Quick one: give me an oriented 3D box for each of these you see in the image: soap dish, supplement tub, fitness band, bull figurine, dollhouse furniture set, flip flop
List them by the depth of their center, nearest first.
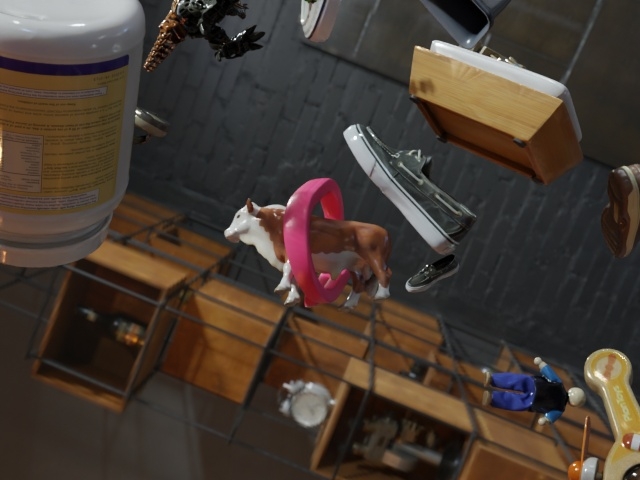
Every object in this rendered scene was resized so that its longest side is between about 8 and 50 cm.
[{"bbox_3d":[-0.356,-0.157,1.062,0.241,0.241,0.331,-65,-8,-56],"label":"supplement tub"},{"bbox_3d":[0.305,-0.221,1.481,0.118,0.291,0.229,-58,-31,-4],"label":"soap dish"},{"bbox_3d":[-0.015,0.023,1.498,0.101,0.310,0.188,117,155,-61],"label":"bull figurine"},{"bbox_3d":[0.000,0.000,1.534,0.291,0.054,0.209,-52,-45,-67],"label":"fitness band"},{"bbox_3d":[0.339,-0.308,1.682,0.129,0.129,0.184,-59,25,20],"label":"dollhouse furniture set"},{"bbox_3d":[-0.375,-0.231,1.696,0.277,0.112,0.080,31,99,61],"label":"flip flop"}]

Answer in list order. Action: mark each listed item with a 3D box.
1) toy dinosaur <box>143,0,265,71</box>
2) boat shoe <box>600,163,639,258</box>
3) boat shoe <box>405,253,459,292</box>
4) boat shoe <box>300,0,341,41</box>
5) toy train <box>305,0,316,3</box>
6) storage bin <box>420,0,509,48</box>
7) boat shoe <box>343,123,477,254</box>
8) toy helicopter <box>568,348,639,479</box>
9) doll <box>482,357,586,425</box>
[{"bbox_3d":[-0.240,-0.471,1.777,0.164,0.218,0.322,25,-85,-50],"label":"toy dinosaur"},{"bbox_3d":[0.577,-0.051,1.528,0.257,0.095,0.095,66,-175,-61],"label":"boat shoe"},{"bbox_3d":[0.255,0.072,1.925,0.142,0.049,0.040,-26,-51,-19],"label":"boat shoe"},{"bbox_3d":[-0.033,-0.571,1.602,0.136,0.156,0.367,-140,56,-68],"label":"boat shoe"},{"bbox_3d":[0.003,-0.419,1.395,0.083,0.023,0.017,-29,51,47],"label":"toy train"},{"bbox_3d":[0.207,-0.356,1.169,0.091,0.135,0.098,-42,-2,-22],"label":"storage bin"},{"bbox_3d":[0.186,-0.127,1.700,0.119,0.335,0.121,-44,-13,14],"label":"boat shoe"},{"bbox_3d":[0.505,0.339,1.393,0.140,0.235,0.355,62,-165,-46],"label":"toy helicopter"},{"bbox_3d":[0.400,0.280,1.563,0.046,0.189,0.129,95,-177,-65],"label":"doll"}]
